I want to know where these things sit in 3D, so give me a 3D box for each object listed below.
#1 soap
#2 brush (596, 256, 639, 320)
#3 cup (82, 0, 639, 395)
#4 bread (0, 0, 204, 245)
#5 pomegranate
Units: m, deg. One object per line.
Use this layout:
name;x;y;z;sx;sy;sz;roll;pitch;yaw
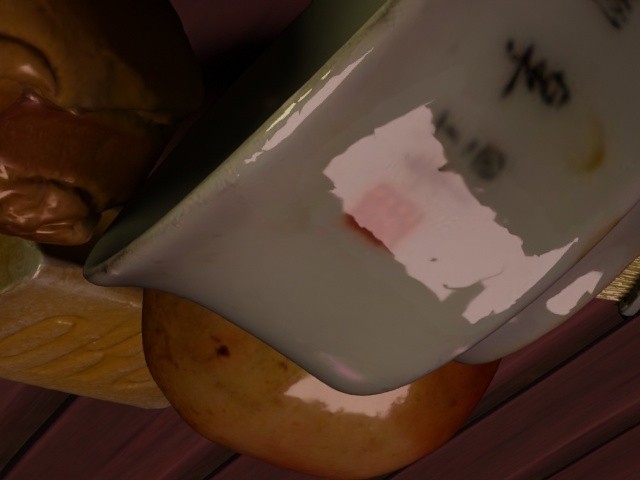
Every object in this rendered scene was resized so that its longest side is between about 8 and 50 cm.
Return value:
soap;-0.164;0.045;1.242;0.173;0.089;0.274;-26;152;30
brush;0.269;-0.026;1.345;0.060;0.068;0.297;15;148;-6
cup;0.067;-0.056;0.784;0.163;0.347;0.347;45;134;-10
bread;-0.211;-0.112;0.739;0.344;0.195;0.148;18;104;-51
pomegranate;-0.002;0.027;1.089;0.229;0.252;0.270;0;172;-11
